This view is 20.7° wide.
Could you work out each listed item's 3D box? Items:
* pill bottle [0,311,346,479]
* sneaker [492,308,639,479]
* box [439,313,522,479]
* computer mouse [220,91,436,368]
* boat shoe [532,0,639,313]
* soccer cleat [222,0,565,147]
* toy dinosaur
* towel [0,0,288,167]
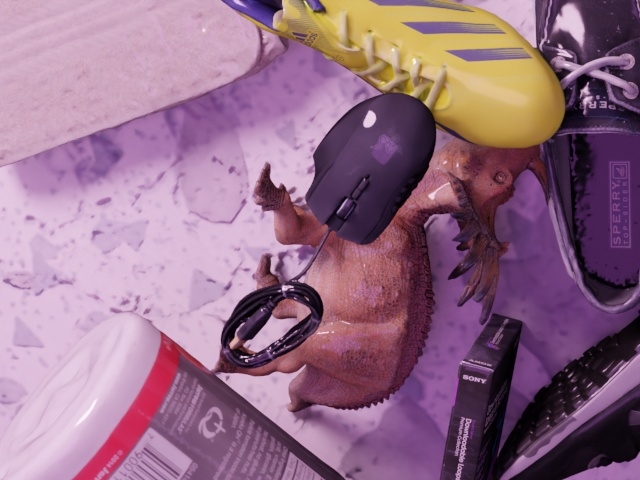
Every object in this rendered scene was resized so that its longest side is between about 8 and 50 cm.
[{"bbox_3d":[-0.078,0.213,1.316,0.318,0.176,0.176,41,115,-17],"label":"pill bottle"},{"bbox_3d":[0.251,0.119,1.247,0.124,0.107,0.283,46,114,-5],"label":"sneaker"},{"bbox_3d":[0.114,0.147,1.291,0.029,0.116,0.162,11,109,14],"label":"box"},{"bbox_3d":[0.000,0.000,1.186,0.071,0.041,0.242,32,115,-1],"label":"computer mouse"},{"bbox_3d":[0.194,-0.098,1.201,0.108,0.102,0.301,1,106,19],"label":"boat shoe"},{"bbox_3d":[0.028,-0.140,1.178,0.289,0.121,0.093,34,121,15],"label":"soccer cleat"},{"bbox_3d":[0.044,0.039,1.287,0.200,0.127,0.295,18,116,6],"label":"toy dinosaur"},{"bbox_3d":[-0.169,-0.180,1.333,0.282,0.049,0.187,-17,98,23],"label":"towel"}]
